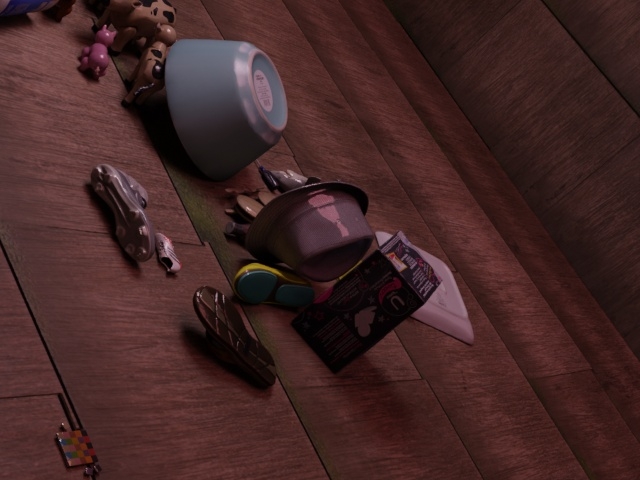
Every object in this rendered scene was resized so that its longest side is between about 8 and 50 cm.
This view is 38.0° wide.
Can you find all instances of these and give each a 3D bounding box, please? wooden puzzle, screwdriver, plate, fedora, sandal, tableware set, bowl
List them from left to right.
[{"bbox_3d":[-0.326,0.279,1.244,0.049,0.006,0.083,7,47,-54],"label":"wooden puzzle"},{"bbox_3d":[-0.156,0.174,1.605,0.219,0.060,0.090,51,28,-27],"label":"sandal"},{"bbox_3d":[-0.178,-0.294,1.964,0.311,0.163,0.311,-13,90,-70],"label":"bowl"},{"bbox_3d":[-0.147,-0.180,2.162,0.024,0.025,0.170,4,40,-54],"label":"screwdriver"},{"bbox_3d":[-0.127,-0.062,1.998,0.128,0.039,0.194,40,18,12],"label":"tableware set"},{"bbox_3d":[0.000,0.000,1.850,0.276,0.243,0.124,-3,50,-44],"label":"fedora"},{"bbox_3d":[0.276,0.111,2.366,0.277,0.045,0.278,28,33,-37],"label":"plate"}]

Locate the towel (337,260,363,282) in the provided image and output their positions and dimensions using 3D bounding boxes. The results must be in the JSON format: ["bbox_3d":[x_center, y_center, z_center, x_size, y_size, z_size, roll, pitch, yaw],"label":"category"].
[{"bbox_3d":[0.127,0.090,2.159,0.237,0.021,0.102,18,37,-34],"label":"towel"}]

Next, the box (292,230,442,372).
[{"bbox_3d":[0.096,0.121,1.839,0.142,0.247,0.163,50,25,2],"label":"box"}]

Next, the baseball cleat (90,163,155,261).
[{"bbox_3d":[-0.326,-0.051,1.637,0.205,0.072,0.109,61,22,18],"label":"baseball cleat"}]

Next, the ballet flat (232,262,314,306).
[{"bbox_3d":[-0.105,0.083,1.804,0.077,0.077,0.231,40,14,37],"label":"ballet flat"}]

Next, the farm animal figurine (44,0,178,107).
[{"bbox_3d":[-0.402,-0.463,1.979,0.330,0.172,0.327,47,25,-1],"label":"farm animal figurine"}]

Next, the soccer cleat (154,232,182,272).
[{"bbox_3d":[-0.277,0.022,1.658,0.083,0.029,0.036,60,24,14],"label":"soccer cleat"}]

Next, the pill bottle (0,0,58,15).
[{"bbox_3d":[-0.608,-0.492,1.726,0.152,0.152,0.272,47,26,-1],"label":"pill bottle"}]

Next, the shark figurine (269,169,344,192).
[{"bbox_3d":[0.008,-0.076,2.114,0.166,0.116,0.278,27,-4,-41],"label":"shark figurine"}]

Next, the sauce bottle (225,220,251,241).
[{"bbox_3d":[-0.138,-0.012,1.901,0.128,0.042,0.042,19,37,-47],"label":"sauce bottle"}]
